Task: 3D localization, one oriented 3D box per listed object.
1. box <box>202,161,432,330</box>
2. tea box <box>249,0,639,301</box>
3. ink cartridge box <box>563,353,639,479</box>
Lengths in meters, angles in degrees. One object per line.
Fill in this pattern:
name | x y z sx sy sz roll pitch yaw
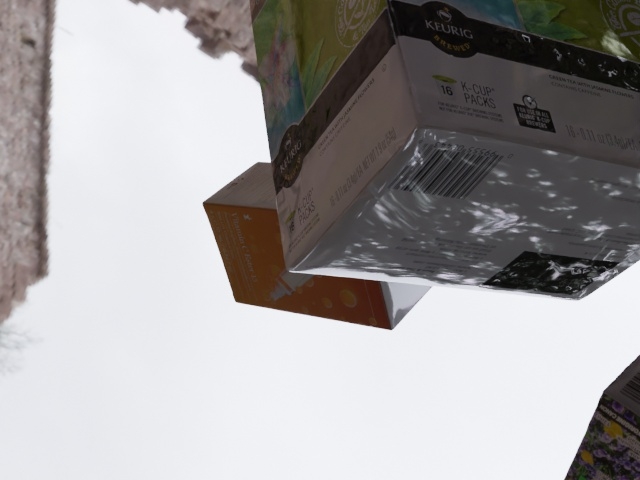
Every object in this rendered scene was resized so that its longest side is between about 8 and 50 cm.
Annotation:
box | 0.000 0.000 1.580 0.345 0.215 0.168 6 -147 37
tea box | 0.137 -0.142 0.838 0.220 0.329 0.323 -49 -137 47
ink cartridge box | 0.120 0.091 0.363 0.029 0.063 0.115 35 -45 29
